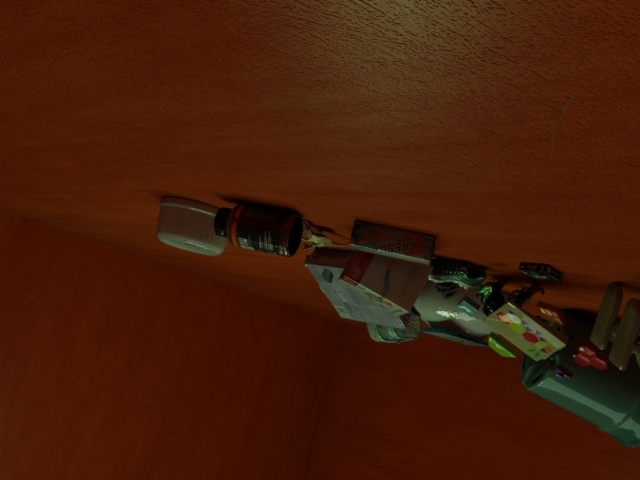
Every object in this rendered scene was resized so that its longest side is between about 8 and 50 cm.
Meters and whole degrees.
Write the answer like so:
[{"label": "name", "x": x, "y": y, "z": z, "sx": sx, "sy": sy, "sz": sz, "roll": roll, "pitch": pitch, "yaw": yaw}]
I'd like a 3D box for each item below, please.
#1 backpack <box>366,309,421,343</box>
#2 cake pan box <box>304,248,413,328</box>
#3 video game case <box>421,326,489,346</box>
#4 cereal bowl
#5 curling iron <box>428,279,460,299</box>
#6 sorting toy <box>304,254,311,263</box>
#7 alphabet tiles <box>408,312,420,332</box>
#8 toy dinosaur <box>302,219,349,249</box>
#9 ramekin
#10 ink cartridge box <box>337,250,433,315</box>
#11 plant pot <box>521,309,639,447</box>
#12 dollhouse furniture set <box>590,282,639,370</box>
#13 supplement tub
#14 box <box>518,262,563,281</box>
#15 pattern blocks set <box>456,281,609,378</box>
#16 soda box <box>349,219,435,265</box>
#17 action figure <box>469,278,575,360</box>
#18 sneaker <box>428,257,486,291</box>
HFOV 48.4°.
[{"label": "backpack", "x": 0.267, "y": 0.290, "z": 2.579, "sx": 0.188, "sy": 0.166, "sz": 0.144, "roll": -5, "pitch": 180, "yaw": -19}, {"label": "cake pan box", "x": 0.115, "y": 0.143, "z": 2.054, "sx": 0.245, "sy": 0.070, "sz": 0.267, "roll": 6, "pitch": 139, "yaw": 44}, {"label": "video game case", "x": 0.399, "y": 0.285, "z": 2.102, "sx": 0.166, "sy": 0.015, "sz": 0.119, "roll": 19, "pitch": 168, "yaw": -24}, {"label": "cereal bowl", "x": 0.422, "y": 0.216, "z": 2.143, "sx": 0.339, "sy": 0.141, "sz": 0.339, "roll": 14, "pitch": 169, "yaw": 3}, {"label": "curling iron", "x": 0.260, "y": 0.113, "z": 2.016, "sx": 0.274, "sy": 0.068, "sz": 0.035, "roll": 10, "pitch": -167, "yaw": 21}, {"label": "sorting toy", "x": 0.105, "y": 0.104, "z": 2.213, "sx": 0.347, "sy": 0.047, "sz": 0.196, "roll": 8, "pitch": 168, "yaw": 29}, {"label": "alphabet tiles", "x": 0.187, "y": 0.200, "z": 2.248, "sx": 0.285, "sy": 0.011, "sz": 0.342, "roll": 26, "pitch": 167, "yaw": 16}, {"label": "toy dinosaur", "x": 0.000, "y": 0.000, "z": 1.772, "sx": 0.183, "sy": 0.053, "sz": 0.092, "roll": 23, "pitch": 165, "yaw": -40}, {"label": "ramekin", "x": -0.335, "y": -0.033, "z": 1.889, "sx": 0.207, "sy": 0.109, "sz": 0.207, "roll": 14, "pitch": 170, "yaw": 2}, {"label": "ink cartridge box", "x": 0.151, "y": 0.081, "z": 1.684, "sx": 0.176, "sy": 0.127, "sz": 0.128, "roll": 30, "pitch": 168, "yaw": -1}, {"label": "plant pot", "x": 0.791, "y": 0.378, "z": 2.072, "sx": 0.334, "sy": 0.341, "sz": 0.341, "roll": 22, "pitch": 170, "yaw": -1}, {"label": "dollhouse furniture set", "x": 0.797, "y": 0.178, "z": 1.400, "sx": 0.362, "sy": 0.257, "sz": 0.394, "roll": 14, "pitch": -169, "yaw": 2}, {"label": "supplement tub", "x": -0.148, "y": -0.028, "z": 1.670, "sx": 0.197, "sy": 0.106, "sz": 0.106, "roll": 12, "pitch": 170, "yaw": 16}, {"label": "box", "x": 0.491, "y": 0.071, "z": 1.586, "sx": 0.067, "sy": 0.018, "sz": 0.083, "roll": 3, "pitch": 166, "yaw": 44}, {"label": "pattern blocks set", "x": 0.496, "y": 0.218, "z": 1.713, "sx": 0.325, "sy": 0.026, "sz": 0.285, "roll": 41, "pitch": 150, "yaw": -4}, {"label": "soda box", "x": 0.159, "y": 0.005, "z": 1.569, "sx": 0.183, "sy": 0.058, "sz": 0.063, "roll": 11, "pitch": 170, "yaw": 12}, {"label": "action figure", "x": 0.509, "y": 0.173, "z": 1.816, "sx": 0.275, "sy": 0.141, "sz": 0.164, "roll": 40, "pitch": 179, "yaw": 3}, {"label": "sneaker", "x": 0.331, "y": 0.072, "z": 1.740, "sx": 0.166, "sy": 0.065, "sz": 0.076, "roll": 13, "pitch": 154, "yaw": -11}]
